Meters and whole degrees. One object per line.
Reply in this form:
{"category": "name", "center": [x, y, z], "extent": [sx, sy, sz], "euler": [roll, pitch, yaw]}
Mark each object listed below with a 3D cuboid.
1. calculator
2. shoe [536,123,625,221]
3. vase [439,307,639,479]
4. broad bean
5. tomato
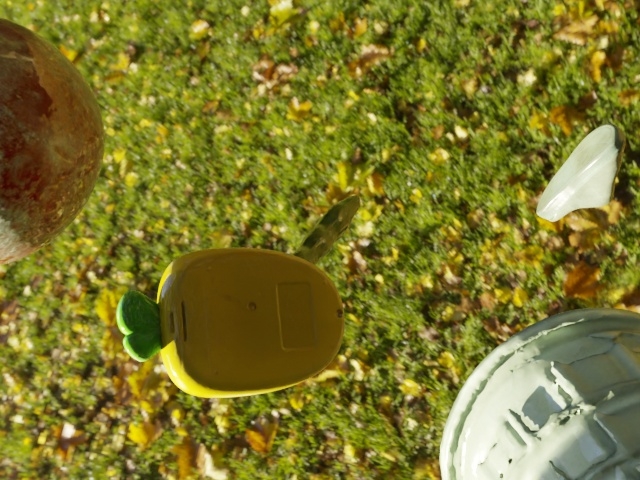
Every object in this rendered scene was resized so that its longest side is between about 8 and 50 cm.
{"category": "calculator", "center": [-0.079, 0.078, 0.726], "extent": [0.032, 0.235, 0.146], "euler": [-25, 69, 57]}
{"category": "shoe", "center": [0.392, -0.087, 1.075], "extent": [0.195, 0.078, 0.079], "euler": [-56, 10, 52]}
{"category": "vase", "center": [0.152, 0.150, 0.242], "extent": [0.143, 0.143, 0.299], "euler": [-43, 22, 7]}
{"category": "broad bean", "center": [-0.001, 0.001, 1.054], "extent": [0.043, 0.297, 0.060], "euler": [37, 122, 1]}
{"category": "tomato", "center": [-0.436, -0.127, 0.934], "extent": [0.317, 0.316, 0.282], "euler": [-31, 18, 15]}
